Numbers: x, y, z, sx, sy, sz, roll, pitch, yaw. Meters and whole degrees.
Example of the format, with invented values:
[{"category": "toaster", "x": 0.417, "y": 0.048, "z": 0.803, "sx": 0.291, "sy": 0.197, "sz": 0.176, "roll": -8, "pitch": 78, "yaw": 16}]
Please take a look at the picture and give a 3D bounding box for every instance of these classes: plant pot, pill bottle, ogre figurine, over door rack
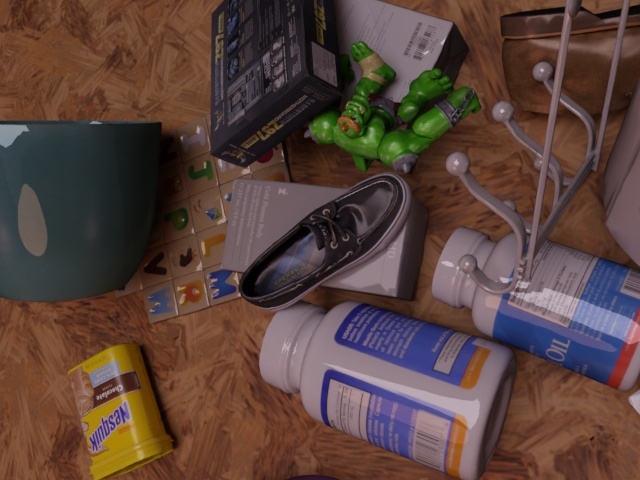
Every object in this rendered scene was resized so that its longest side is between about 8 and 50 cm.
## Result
[{"category": "plant pot", "x": -0.368, "y": -0.048, "z": 0.904, "sx": 0.293, "sy": 0.293, "sz": 0.235, "roll": 6, "pitch": 102, "yaw": 26}, {"category": "pill bottle", "x": 0.072, "y": 0.157, "z": 0.750, "sx": 0.272, "sy": 0.152, "sz": 0.152, "roll": 15, "pitch": 91, "yaw": 26}, {"category": "ogre figurine", "x": 0.066, "y": -0.143, "z": 0.724, "sx": 0.197, "sy": 0.097, "sz": 0.118, "roll": 28, "pitch": 79, "yaw": 9}, {"category": "pill bottle", "x": 0.240, "y": 0.062, "z": 0.696, "sx": 0.222, "sy": 0.124, "sz": 0.124, "roll": 22, "pitch": 94, "yaw": 27}, {"category": "over door rack", "x": 0.218, "y": -0.138, "z": 0.584, "sx": 0.108, "sy": 0.239, "sz": 0.324, "roll": 27, "pitch": 137, "yaw": 20}]

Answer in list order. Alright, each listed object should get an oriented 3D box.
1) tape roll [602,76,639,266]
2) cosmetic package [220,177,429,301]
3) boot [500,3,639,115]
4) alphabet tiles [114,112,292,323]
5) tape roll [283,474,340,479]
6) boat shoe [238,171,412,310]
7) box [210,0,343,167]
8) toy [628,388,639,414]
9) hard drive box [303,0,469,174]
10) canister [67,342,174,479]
[{"category": "tape roll", "x": 0.394, "y": -0.078, "z": 0.570, "sx": 0.246, "sy": 0.169, "sz": 0.246, "roll": -4, "pitch": 64, "yaw": 9}, {"category": "cosmetic package", "x": 0.007, "y": -0.002, "z": 0.819, "sx": 0.238, "sy": 0.107, "sz": 0.127, "roll": 5, "pitch": 84, "yaw": 25}, {"category": "boot", "x": 0.355, "y": -0.201, "z": 0.702, "sx": 0.306, "sy": 0.112, "sz": 0.115, "roll": 2, "pitch": 112, "yaw": 24}, {"category": "alphabet tiles", "x": -0.191, "y": -0.038, "z": 0.973, "sx": 0.343, "sy": 0.011, "sz": 0.284, "roll": -18, "pitch": 77, "yaw": 23}, {"category": "tape roll", "x": -0.017, "y": 0.440, "z": 0.795, "sx": 0.275, "sy": 0.090, "sz": 0.274, "roll": -3, "pitch": 84, "yaw": 26}, {"category": "boat shoe", "x": 0.000, "y": 0.000, "z": 0.726, "sx": 0.229, "sy": 0.076, "sz": 0.080, "roll": -34, "pitch": 72, "yaw": 13}, {"category": "box", "x": -0.061, "y": -0.230, "z": 0.779, "sx": 0.183, "sy": 0.059, "sz": 0.232, "roll": -29, "pitch": 54, "yaw": 40}, {"category": "toy", "x": 0.444, "y": 0.142, "z": 0.628, "sx": 0.237, "sy": 0.056, "sz": 0.136, "roll": -39, "pitch": 72, "yaw": 11}, {"category": "hard drive box", "x": 0.043, "y": -0.215, "z": 0.839, "sx": 0.232, "sy": 0.089, "sz": 0.181, "roll": 28, "pitch": 96, "yaw": 25}, {"category": "canister", "x": -0.301, "y": 0.253, "z": 0.960, "sx": 0.126, "sy": 0.073, "sz": 0.169, "roll": -30, "pitch": 71, "yaw": 19}]
